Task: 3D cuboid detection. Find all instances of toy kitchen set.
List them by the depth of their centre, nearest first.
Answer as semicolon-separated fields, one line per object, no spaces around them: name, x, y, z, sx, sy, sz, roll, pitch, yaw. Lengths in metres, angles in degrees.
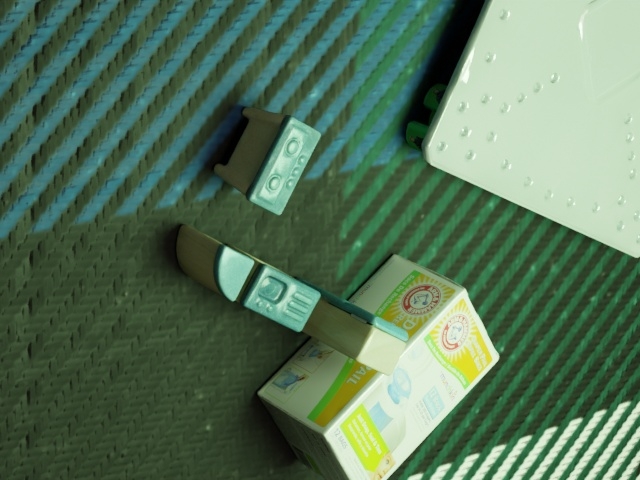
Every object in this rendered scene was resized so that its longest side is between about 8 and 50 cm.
toy kitchen set;0.000;0.000;1.583;0.207;0.122;0.166;28;89;-46

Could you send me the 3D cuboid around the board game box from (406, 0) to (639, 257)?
board game box;0.287;-0.211;1.800;0.390;0.050;0.390;21;95;-45

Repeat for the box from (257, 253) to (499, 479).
box;0.058;0.130;1.708;0.203;0.103;0.114;-44;133;-18
